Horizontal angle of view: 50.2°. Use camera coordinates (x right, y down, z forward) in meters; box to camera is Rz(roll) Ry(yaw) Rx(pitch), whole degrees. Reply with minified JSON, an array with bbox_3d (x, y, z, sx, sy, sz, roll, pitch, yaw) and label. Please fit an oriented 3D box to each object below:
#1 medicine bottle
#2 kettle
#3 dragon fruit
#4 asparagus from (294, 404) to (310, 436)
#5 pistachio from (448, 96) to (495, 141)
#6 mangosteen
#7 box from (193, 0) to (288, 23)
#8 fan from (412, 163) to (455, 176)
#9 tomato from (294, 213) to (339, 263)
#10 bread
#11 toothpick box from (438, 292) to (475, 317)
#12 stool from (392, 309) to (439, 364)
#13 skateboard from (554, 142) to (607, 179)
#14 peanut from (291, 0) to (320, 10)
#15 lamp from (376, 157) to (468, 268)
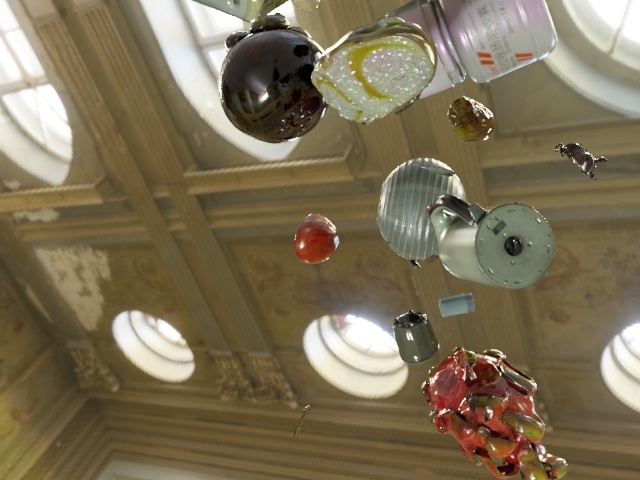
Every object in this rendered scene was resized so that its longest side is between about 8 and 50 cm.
[{"bbox_3d":[0.312,-0.447,1.431,0.302,0.241,0.241,-20,-153,21],"label":"medicine bottle"},{"bbox_3d":[0.329,-0.008,1.412,0.165,0.240,0.255,-47,-174,-6],"label":"kettle"},{"bbox_3d":[0.356,0.374,1.442,0.243,0.227,0.307,0,-120,-19],"label":"dragon fruit"},{"bbox_3d":[-0.043,0.414,1.567,0.016,0.166,0.013,39,-128,18],"label":"asparagus"},{"bbox_3d":[0.341,-0.255,1.508,0.049,0.173,0.089,37,-74,44],"label":"pistachio"},{"bbox_3d":[-0.125,-0.394,1.677,0.297,0.313,0.297,-45,176,-4],"label":"mangosteen"},{"bbox_3d":[-0.108,-0.362,0.869,0.211,0.045,0.270,25,-141,10],"label":"box"},{"bbox_3d":[0.219,-0.138,1.329,0.083,0.004,0.056,15,174,2],"label":"fan"},{"bbox_3d":[0.000,0.000,1.943,0.091,0.138,0.159,10,-155,31],"label":"tomato"},{"bbox_3d":[0.088,-0.306,1.188,0.261,0.158,0.156,-27,-150,40],"label":"bread"},{"bbox_3d":[0.357,0.169,1.790,0.083,0.052,0.052,-12,-151,0],"label":"toothpick box"},{"bbox_3d":[0.217,0.222,1.573,0.096,0.110,0.096,-19,-162,6],"label":"stool"},{"bbox_3d":[0.731,-0.236,1.942,0.080,0.067,0.151,7,-151,-25],"label":"skateboard"},{"bbox_3d":[-0.030,-0.276,0.717,0.037,0.083,0.037,-21,-133,24],"label":"peanut"},{"bbox_3d":[0.259,-0.071,1.712,0.233,0.233,0.265,2,-109,35],"label":"lamp"}]
